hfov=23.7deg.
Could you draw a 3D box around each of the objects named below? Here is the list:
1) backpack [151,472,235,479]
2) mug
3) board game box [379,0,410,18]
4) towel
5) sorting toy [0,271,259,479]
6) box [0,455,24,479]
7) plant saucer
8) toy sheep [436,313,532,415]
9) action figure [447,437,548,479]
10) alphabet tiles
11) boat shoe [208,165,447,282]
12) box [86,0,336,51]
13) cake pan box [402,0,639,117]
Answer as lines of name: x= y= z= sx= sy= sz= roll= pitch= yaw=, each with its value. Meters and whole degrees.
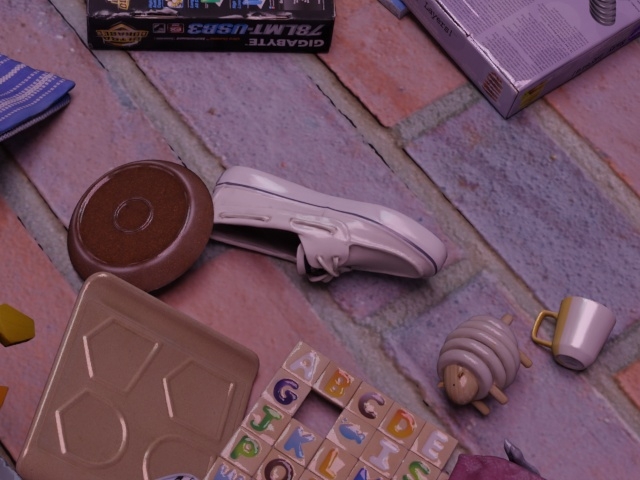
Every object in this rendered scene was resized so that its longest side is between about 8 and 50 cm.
backpack: x=-0.152 y=0.343 z=1.286 sx=0.263 sy=0.213 sz=0.276 roll=-25 pitch=37 yaw=10
mug: x=0.273 y=0.104 z=1.640 sx=0.062 sy=0.078 sz=0.064 roll=34 pitch=66 yaw=-23
board game box: x=0.100 y=-0.329 z=1.897 sx=0.090 sy=0.020 sz=0.090 roll=-37 pitch=70 yaw=-24
towel: x=-0.465 y=-0.204 z=1.682 sx=0.336 sy=0.040 sz=0.243 roll=25 pitch=26 yaw=9
sorting toy: x=-0.216 y=0.151 z=1.496 sx=0.307 sy=0.041 sz=0.229 roll=31 pitch=57 yaw=-22
box: x=-0.324 y=0.297 z=1.394 sx=0.156 sy=0.158 sz=0.093 roll=-37 pitch=69 yaw=-25
plant saucer: x=-0.199 y=-0.022 z=1.646 sx=0.168 sy=0.029 sz=0.168 roll=-7 pitch=59 yaw=13
toy sheep: x=0.169 y=0.123 z=1.596 sx=0.091 sy=0.091 sz=0.132 roll=30 pitch=47 yaw=12
action figure: x=0.111 y=0.374 z=1.417 sx=0.370 sy=0.248 sz=0.276 roll=-45 pitch=114 yaw=-14
alphabet tiles: x=0.028 y=0.236 z=1.536 sx=0.237 sy=0.009 sz=0.198 roll=32 pitch=59 yaw=6
boat shoe: x=0.000 y=0.000 z=1.646 sx=0.267 sy=0.096 sz=0.088 roll=20 pitch=63 yaw=8
box: x=-0.136 y=-0.366 z=1.866 sx=0.293 sy=0.073 sz=0.295 roll=-1 pitch=59 yaw=-6
cake pan box: x=0.238 y=-0.311 z=1.859 sx=0.246 sy=0.070 sz=0.267 roll=-33 pitch=73 yaw=-25
